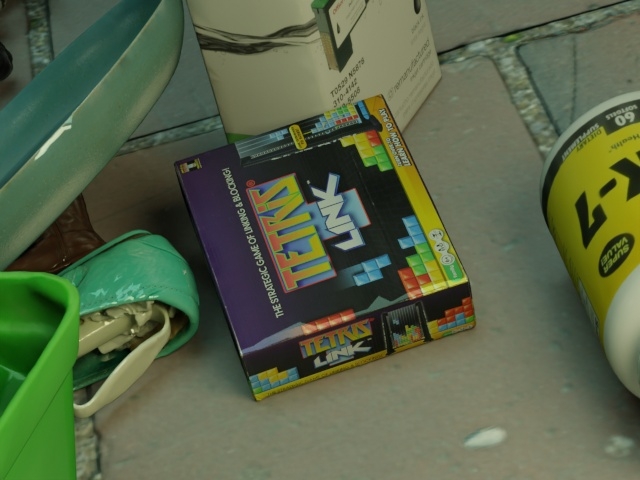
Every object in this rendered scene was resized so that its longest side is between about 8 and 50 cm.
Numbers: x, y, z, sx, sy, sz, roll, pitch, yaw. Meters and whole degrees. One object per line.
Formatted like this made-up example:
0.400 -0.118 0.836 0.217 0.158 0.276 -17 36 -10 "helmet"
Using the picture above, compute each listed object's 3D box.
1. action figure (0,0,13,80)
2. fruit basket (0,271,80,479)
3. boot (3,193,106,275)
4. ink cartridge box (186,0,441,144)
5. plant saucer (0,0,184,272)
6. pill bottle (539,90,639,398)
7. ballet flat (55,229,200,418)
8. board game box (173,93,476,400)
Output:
-0.297 -0.228 1.535 0.164 0.141 0.276 -20 35 14 "action figure"
-0.304 0.110 0.881 0.283 0.392 0.392 1 38 22 "fruit basket"
-0.197 0.002 1.268 0.106 0.037 0.114 -12 36 -19 "boot"
-0.007 -0.162 1.263 0.092 0.219 0.160 7 41 28 "ink cartridge box"
-0.192 -0.044 1.210 0.317 0.044 0.317 -42 15 14 "plant saucer"
0.199 0.017 1.030 0.119 0.119 0.208 -16 35 0 "pill bottle"
-0.178 0.078 1.125 0.247 0.083 0.087 -29 51 -15 "ballet flat"
0.000 0.000 1.158 0.141 0.048 0.170 -18 48 -5 "board game box"
